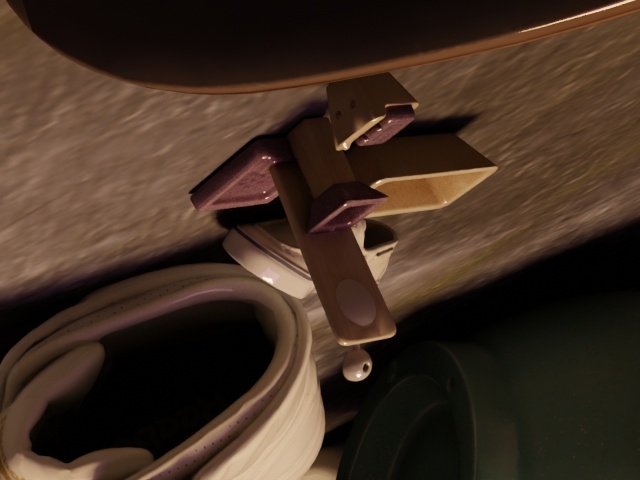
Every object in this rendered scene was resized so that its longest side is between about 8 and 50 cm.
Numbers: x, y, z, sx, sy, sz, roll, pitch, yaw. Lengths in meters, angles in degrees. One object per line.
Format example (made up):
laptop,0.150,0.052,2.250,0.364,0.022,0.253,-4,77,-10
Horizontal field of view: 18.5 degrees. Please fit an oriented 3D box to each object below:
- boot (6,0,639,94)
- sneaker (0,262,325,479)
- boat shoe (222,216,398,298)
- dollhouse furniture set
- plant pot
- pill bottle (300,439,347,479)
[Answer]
boot,0.084,-0.110,0.344,0.305,0.112,0.115,-28,175,7
sneaker,-0.131,0.099,0.742,0.292,0.108,0.169,-31,165,-10
boat shoe,0.000,0.000,0.723,0.035,0.035,0.100,-56,152,12
dollhouse furniture set,0.037,-0.004,0.657,0.114,0.081,0.091,-8,159,-45
plant pot,0.123,0.155,1.028,0.196,0.293,0.293,13,150,-21
pill bottle,0.095,0.171,1.249,0.229,0.131,0.131,-12,161,-37
